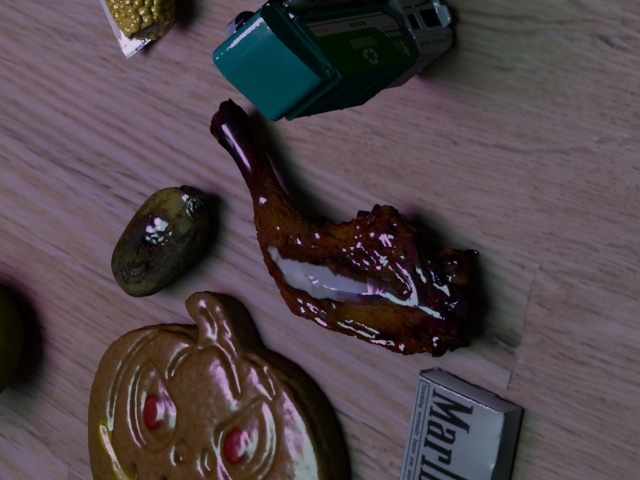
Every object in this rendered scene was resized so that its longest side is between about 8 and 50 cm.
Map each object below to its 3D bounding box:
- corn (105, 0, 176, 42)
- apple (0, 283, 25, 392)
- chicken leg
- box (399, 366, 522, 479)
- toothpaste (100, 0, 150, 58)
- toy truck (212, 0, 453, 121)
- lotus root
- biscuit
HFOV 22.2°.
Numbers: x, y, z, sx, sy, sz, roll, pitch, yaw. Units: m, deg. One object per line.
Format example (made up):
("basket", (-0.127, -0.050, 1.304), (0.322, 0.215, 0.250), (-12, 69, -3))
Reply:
("corn", (-0.222, -0.346, 1.815), (0.091, 0.091, 0.260), (-21, 76, 20))
("apple", (-0.466, 0.131, 2.050), (0.196, 0.196, 0.157), (46, 156, 30))
("chicken leg", (0.000, 0.000, 1.650), (0.407, 0.096, 0.158), (40, 117, 36))
("box", (0.129, 0.225, 1.590), (0.115, 0.036, 0.177), (21, 109, 40))
("toothpaste", (-0.265, -0.360, 1.889), (0.314, 0.056, 0.058), (61, 158, 15))
("toy truck", (0.014, -0.189, 1.499), (0.114, 0.253, 0.124), (-35, 76, 42))
("lotus root", (-0.182, 0.004, 1.832), (0.179, 0.080, 0.089), (-48, 61, 36))
("biscuit", (-0.129, 0.231, 1.817), (0.394, 0.070, 0.350), (5, 99, 44))
